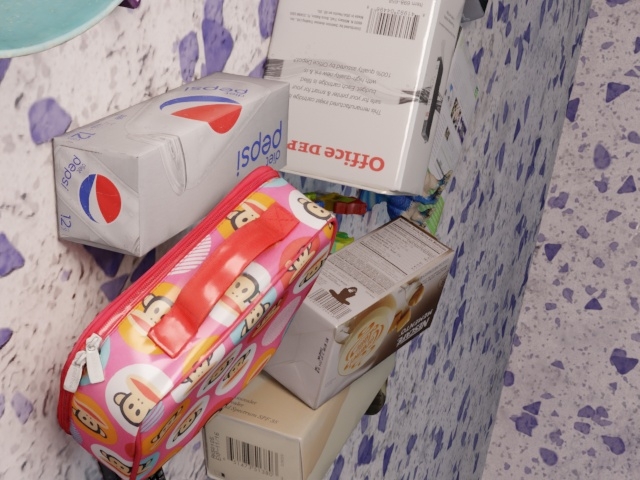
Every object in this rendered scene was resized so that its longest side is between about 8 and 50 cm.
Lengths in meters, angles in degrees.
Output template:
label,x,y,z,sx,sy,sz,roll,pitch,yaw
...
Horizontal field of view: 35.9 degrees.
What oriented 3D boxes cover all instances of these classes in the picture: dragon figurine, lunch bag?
label,x,y,z,sx,sy,sz,roll,pitch,yaw
dragon figurine,0.115,-0.075,1.575,0.085,0.144,0.289,-58,171,-43
lunch bag,-0.108,0.074,0.915,0.293,0.120,0.258,-47,171,-31

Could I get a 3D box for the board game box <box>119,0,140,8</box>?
label,x,y,z,sx,sy,sz,roll,pitch,yaw
board game box,-0.180,-0.365,0.735,0.208,0.056,0.347,-64,156,-20

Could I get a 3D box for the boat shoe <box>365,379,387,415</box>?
label,x,y,z,sx,sy,sz,roll,pitch,yaw
boat shoe,0.066,0.138,1.558,0.324,0.123,0.120,93,17,-44

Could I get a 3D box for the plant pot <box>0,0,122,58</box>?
label,x,y,z,sx,sy,sz,roll,pitch,yaw
plant pot,-0.216,-0.255,0.488,0.290,0.195,0.290,-44,145,-44

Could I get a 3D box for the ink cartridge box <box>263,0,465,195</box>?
label,x,y,z,sx,sy,sz,roll,pitch,yaw
ink cartridge box,0.044,-0.201,1.175,0.114,0.197,0.272,5,98,-68

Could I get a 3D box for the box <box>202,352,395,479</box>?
label,x,y,z,sx,sy,sz,roll,pitch,yaw
box,-0.019,0.196,1.327,0.311,0.148,0.121,-50,146,-51

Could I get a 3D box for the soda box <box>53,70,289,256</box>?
label,x,y,z,sx,sy,sz,roll,pitch,yaw
soda box,-0.131,-0.085,0.954,0.286,0.091,0.098,-39,137,-57

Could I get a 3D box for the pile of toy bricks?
label,x,y,z,sx,sy,sz,roll,pitch,yaw
pile of toy bricks,0.000,0.000,1.308,0.212,0.105,0.118,-24,124,-64

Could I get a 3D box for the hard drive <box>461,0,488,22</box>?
label,x,y,z,sx,sy,sz,roll,pitch,yaw
hard drive,0.264,-0.505,1.732,0.255,0.054,0.172,40,65,-66

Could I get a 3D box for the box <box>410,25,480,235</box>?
label,x,y,z,sx,sy,sz,roll,pitch,yaw
box,0.204,-0.191,1.770,0.232,0.058,0.322,51,54,-63

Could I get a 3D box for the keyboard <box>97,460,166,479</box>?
label,x,y,z,sx,sy,sz,roll,pitch,yaw
keyboard,-0.197,0.218,1.065,0.108,0.023,0.180,-56,151,-43

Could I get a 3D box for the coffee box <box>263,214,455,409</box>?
label,x,y,z,sx,sy,sz,roll,pitch,yaw
coffee box,0.050,0.085,1.255,0.246,0.098,0.141,-28,143,-44
